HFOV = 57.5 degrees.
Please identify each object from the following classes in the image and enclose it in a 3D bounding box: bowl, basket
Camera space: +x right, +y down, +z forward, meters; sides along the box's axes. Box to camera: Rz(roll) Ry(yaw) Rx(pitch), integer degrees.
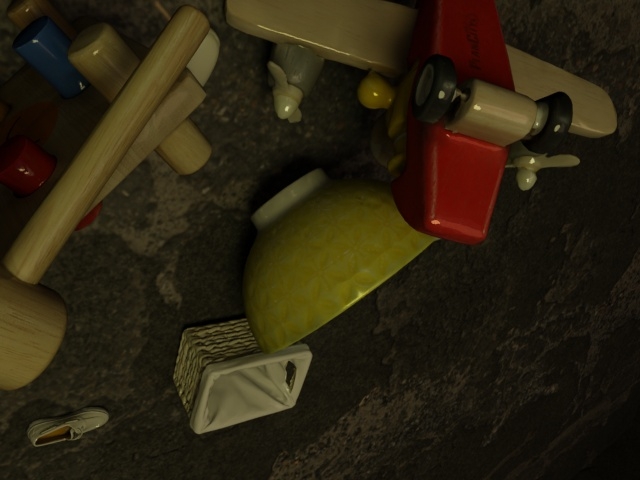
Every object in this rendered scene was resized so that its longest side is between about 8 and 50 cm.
[{"bbox_3d":[0.000,0.000,0.761,0.289,0.289,0.156,-35,90,-19],"label":"bowl"},{"bbox_3d":[-0.115,0.183,0.831,0.167,0.103,0.113,-4,123,-37],"label":"basket"}]

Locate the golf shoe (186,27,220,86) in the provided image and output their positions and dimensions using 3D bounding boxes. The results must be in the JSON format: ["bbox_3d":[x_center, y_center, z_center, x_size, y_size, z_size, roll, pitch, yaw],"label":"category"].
[{"bbox_3d":[-0.157,-0.150,0.611,0.176,0.086,0.069,-52,134,-5],"label":"golf shoe"}]

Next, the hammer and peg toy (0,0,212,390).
[{"bbox_3d":[-0.202,-0.052,0.434,0.266,0.361,0.127,-47,136,-9],"label":"hammer and peg toy"}]

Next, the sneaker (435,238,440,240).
[{"bbox_3d":[0.183,-0.079,0.957,0.094,0.080,0.212,-19,128,-17],"label":"sneaker"}]

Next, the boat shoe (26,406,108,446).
[{"bbox_3d":[-0.319,0.241,0.748,0.100,0.035,0.035,1,114,-40],"label":"boat shoe"}]

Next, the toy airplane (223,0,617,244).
[{"bbox_3d":[0.131,-0.199,0.696,0.384,0.386,0.272,-33,166,-33],"label":"toy airplane"}]
